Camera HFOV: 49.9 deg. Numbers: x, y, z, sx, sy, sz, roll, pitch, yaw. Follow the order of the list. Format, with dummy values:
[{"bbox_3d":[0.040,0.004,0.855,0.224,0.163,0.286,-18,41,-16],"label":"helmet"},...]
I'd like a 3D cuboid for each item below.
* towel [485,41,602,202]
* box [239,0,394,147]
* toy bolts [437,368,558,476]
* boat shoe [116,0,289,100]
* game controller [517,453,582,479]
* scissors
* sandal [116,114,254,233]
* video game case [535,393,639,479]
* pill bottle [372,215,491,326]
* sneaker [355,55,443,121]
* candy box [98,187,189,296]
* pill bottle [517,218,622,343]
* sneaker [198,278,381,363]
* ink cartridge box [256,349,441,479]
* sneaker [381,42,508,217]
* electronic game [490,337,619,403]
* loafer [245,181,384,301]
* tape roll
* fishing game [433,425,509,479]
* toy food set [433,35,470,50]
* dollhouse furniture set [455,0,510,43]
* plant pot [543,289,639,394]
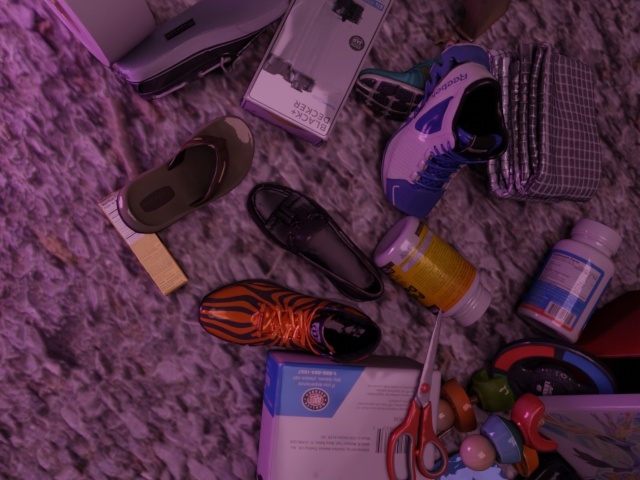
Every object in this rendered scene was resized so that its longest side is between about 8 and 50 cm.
[{"bbox_3d":[0.417,-0.212,1.262,0.235,0.121,0.283,-1,90,-42],"label":"towel"},{"bbox_3d":[-0.006,-0.333,1.229,0.169,0.087,0.290,27,86,-11],"label":"box"},{"bbox_3d":[0.300,0.359,1.227,0.158,0.228,0.218,-22,93,-11],"label":"toy bolts"},{"bbox_3d":[-0.186,-0.330,1.168,0.306,0.105,0.113,-30,55,-1],"label":"boat shoe"},{"bbox_3d":[0.395,0.571,1.347,0.319,0.067,0.166,-42,113,-8],"label":"game controller"},{"bbox_3d":[0.161,0.262,1.139,0.109,0.021,0.297,-1,91,-14],"label":"scissors"},{"bbox_3d":[-0.204,-0.114,1.147,0.120,0.086,0.303,49,50,-8],"label":"sandal"},{"bbox_3d":[0.569,0.372,1.221,0.300,0.329,0.036,45,55,-21],"label":"video game case"},{"bbox_3d":[0.208,0.061,1.264,0.215,0.117,0.117,39,83,-9],"label":"pill bottle"},{"bbox_3d":[0.194,-0.285,1.281,0.275,0.107,0.110,3,71,-16],"label":"sneaker"},{"bbox_3d":[-0.296,0.003,1.163,0.053,0.109,0.186,-34,96,-10],"label":"candy box"},{"bbox_3d":[0.483,0.075,1.318,0.124,0.124,0.221,34,84,-10],"label":"pill bottle"},{"bbox_3d":[-0.045,0.135,1.179,0.321,0.180,0.124,5,88,-12],"label":"sneaker"},{"bbox_3d":[0.037,0.404,1.206,0.286,0.166,0.394,6,88,-12],"label":"ink cartridge box"},{"bbox_3d":[0.213,-0.162,1.169,0.127,0.182,0.315,13,120,-18],"label":"sneaker"},{"bbox_3d":[0.430,0.264,1.273,0.229,0.229,0.048,42,49,-9],"label":"electronic game"},{"bbox_3d":[0.000,0.000,1.230,0.302,0.095,0.109,40,83,-10],"label":"loafer"},{"bbox_3d":[-0.383,-0.409,1.050,0.100,0.286,0.286,-42,98,-8],"label":"tape roll"},{"bbox_3d":[0.274,0.498,1.303,0.189,0.041,0.264,-40,78,-9],"label":"fishing game"},{"bbox_3d":[0.273,-0.347,1.284,0.122,0.019,0.078,44,46,15],"label":"toy food set"},{"bbox_3d":[0.240,-0.515,1.277,0.212,0.161,0.242,-42,76,-8],"label":"dollhouse furniture set"},{"bbox_3d":[0.645,0.230,1.298,0.267,0.267,0.236,49,65,-8],"label":"plant pot"}]
